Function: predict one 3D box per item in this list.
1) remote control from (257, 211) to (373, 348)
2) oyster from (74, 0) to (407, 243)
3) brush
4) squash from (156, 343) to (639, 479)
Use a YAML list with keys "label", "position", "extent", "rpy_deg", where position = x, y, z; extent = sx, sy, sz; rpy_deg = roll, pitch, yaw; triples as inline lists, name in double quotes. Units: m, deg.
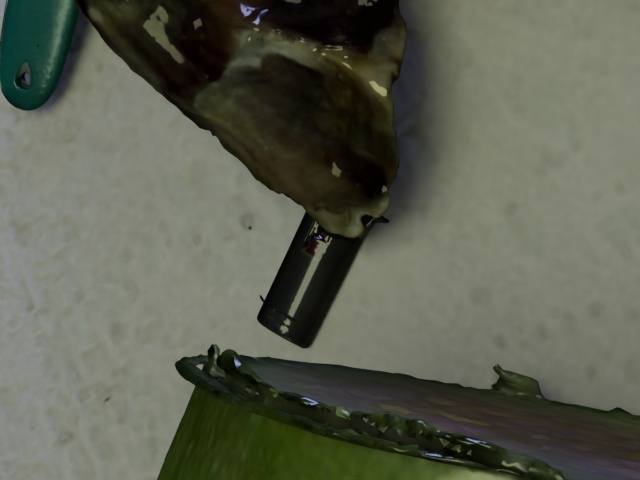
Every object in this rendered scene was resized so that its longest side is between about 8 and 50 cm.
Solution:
- label: "remote control"
  position: [0.000, 0.000, 0.780]
  extent: [0.034, 0.016, 0.091]
  rpy_deg: [29, 100, 23]
- label: "oyster"
  position: [-0.042, -0.140, 0.754]
  extent: [0.166, 0.094, 0.294]
  rpy_deg: [-37, 73, 26]
- label: "brush"
  position: [-0.113, -0.154, 0.852]
  extent: [0.043, 0.032, 0.193]
  rpy_deg: [18, 102, 23]
- label: "squash"
  position: [0.030, 0.234, 0.605]
  extent: [0.263, 0.263, 0.384]
  rpy_deg: [16, 93, 29]
